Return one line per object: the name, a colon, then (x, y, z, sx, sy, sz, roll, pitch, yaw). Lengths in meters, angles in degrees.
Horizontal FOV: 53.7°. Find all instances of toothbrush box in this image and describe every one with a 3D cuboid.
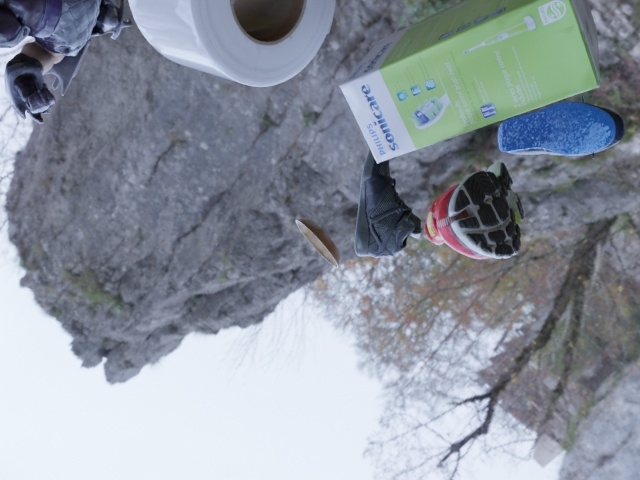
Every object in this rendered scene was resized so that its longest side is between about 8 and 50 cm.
toothbrush box: (0.195, -0.233, 0.811, 0.122, 0.283, 0.206, 61, -148, -22)

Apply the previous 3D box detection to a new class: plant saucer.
plant saucer: (0.000, 0.000, 0.832, 0.083, 0.015, 0.083, 47, 171, 9)

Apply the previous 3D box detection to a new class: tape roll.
tape roll: (-0.120, -0.350, 0.875, 0.246, 0.246, 0.169, 7, -165, -46)

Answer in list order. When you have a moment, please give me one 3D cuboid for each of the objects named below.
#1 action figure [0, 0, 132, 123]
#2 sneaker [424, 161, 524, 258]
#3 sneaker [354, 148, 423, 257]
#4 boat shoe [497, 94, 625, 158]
action figure: (-0.236, -0.182, 0.490, 0.099, 0.185, 0.285, 23, -161, 14)
sneaker: (0.184, -0.023, 0.801, 0.107, 0.118, 0.279, 66, -154, 0)
sneaker: (0.140, -0.077, 1.220, 0.130, 0.228, 0.087, 5, -175, 16)
boat shoe: (0.425, -0.198, 1.108, 0.089, 0.109, 0.258, -1, -168, -27)
